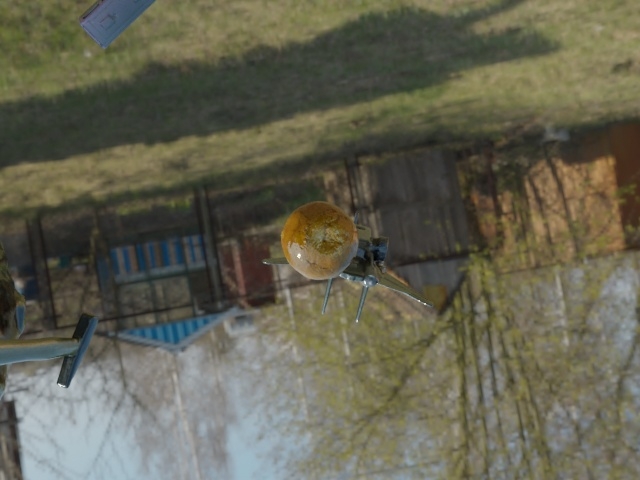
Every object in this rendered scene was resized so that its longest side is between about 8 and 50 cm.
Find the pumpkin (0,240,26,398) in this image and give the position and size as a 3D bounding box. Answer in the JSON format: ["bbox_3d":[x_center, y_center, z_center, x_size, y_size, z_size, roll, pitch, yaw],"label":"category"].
[{"bbox_3d":[-0.401,0.067,0.730,0.323,0.323,0.241,-8,178,-30],"label":"pumpkin"}]

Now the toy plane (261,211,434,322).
[{"bbox_3d":[0.041,0.011,1.205,0.212,0.088,0.267,15,-160,-1],"label":"toy plane"}]

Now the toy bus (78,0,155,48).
[{"bbox_3d":[-0.151,-0.221,0.802,0.130,0.037,0.052,-42,-157,4],"label":"toy bus"}]

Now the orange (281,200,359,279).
[{"bbox_3d":[0.000,0.000,0.981,0.083,0.083,0.070,-9,-176,-14],"label":"orange"}]

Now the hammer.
[{"bbox_3d":[-0.215,0.081,0.648,0.013,0.062,0.199,22,-178,15],"label":"hammer"}]
